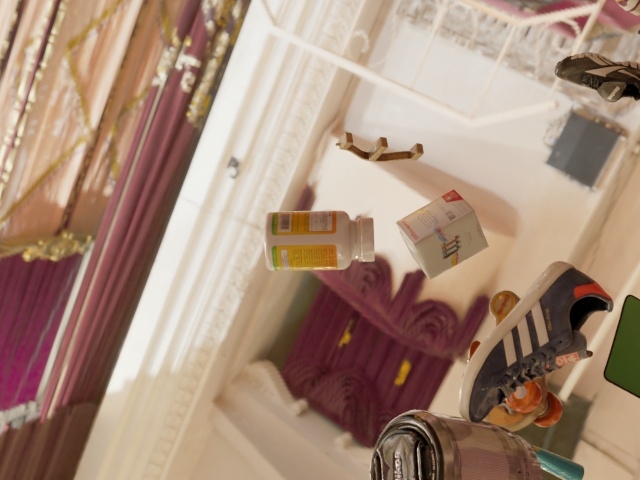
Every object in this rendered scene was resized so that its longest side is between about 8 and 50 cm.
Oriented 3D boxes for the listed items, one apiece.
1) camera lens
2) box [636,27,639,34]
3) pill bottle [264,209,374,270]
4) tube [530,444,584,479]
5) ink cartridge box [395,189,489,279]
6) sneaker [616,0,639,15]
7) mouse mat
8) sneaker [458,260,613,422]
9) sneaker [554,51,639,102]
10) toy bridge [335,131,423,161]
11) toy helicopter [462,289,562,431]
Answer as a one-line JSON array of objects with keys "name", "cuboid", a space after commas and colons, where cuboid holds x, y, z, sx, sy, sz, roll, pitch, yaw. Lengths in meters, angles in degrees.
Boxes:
[{"name": "camera lens", "cuboid": [0.246, 0.438, 1.598, 0.274, 0.220, 0.219, 17, -162, -33]}, {"name": "box", "cuboid": [0.620, -0.438, 1.382, 0.159, 0.233, 0.044, -33, -113, -34]}, {"name": "pill bottle", "cuboid": [0.000, 0.000, 1.965, 0.245, 0.137, 0.136, -1, -162, 3]}, {"name": "tube", "cuboid": [0.538, 0.529, 2.080, 0.207, 0.080, 0.052, 26, -122, -13]}, {"name": "ink cartridge box", "cuboid": [0.304, -0.015, 2.158, 0.127, 0.176, 0.128, 62, 179, -34]}, {"name": "sneaker", "cuboid": [0.640, -0.533, 1.693, 0.083, 0.186, 0.069, 35, 175, -22]}, {"name": "mouse mat", "cuboid": [0.646, 0.220, 1.722, 0.152, 0.190, 0.007, 28, 160, -15]}, {"name": "sneaker", "cuboid": [0.392, 0.201, 1.545, 0.148, 0.350, 0.131, 33, 171, 36]}, {"name": "sneaker", "cuboid": [0.667, -0.378, 2.024, 0.234, 0.078, 0.106, 5, -126, -12]}, {"name": "toy bridge", "cuboid": [0.113, -0.182, 1.732, 0.188, 0.063, 0.026, 5, -116, -27]}, {"name": "toy helicopter", "cuboid": [0.442, 0.290, 2.093, 0.140, 0.234, 0.355, 34, -131, -41]}]
